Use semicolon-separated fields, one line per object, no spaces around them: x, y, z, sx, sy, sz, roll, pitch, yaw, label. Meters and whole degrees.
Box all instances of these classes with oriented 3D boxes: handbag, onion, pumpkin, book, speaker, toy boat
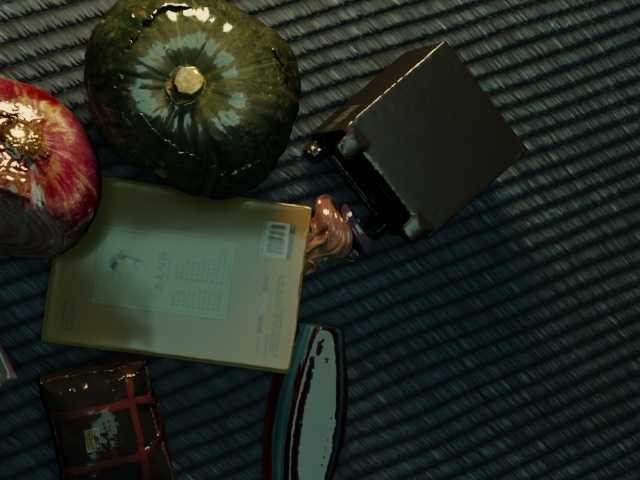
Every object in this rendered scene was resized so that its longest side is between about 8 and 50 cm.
-0.317;0.283;1.607;0.169;0.155;0.215;-13;92;-19;handbag
-0.434;-0.101;1.547;0.230;0.272;0.256;4;86;-32;onion
-0.193;-0.220;1.598;0.327;0.257;0.291;18;90;-10;pumpkin
-0.220;0.051;1.661;0.389;0.032;0.269;9;87;-3;book
0.147;-0.148;1.732;0.254;0.184;0.232;-42;103;-11;speaker
-0.023;0.330;1.739;0.136;0.079;0.392;9;84;-14;toy boat

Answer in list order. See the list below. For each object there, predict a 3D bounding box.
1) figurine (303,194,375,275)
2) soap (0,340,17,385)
0.002;-0.007;1.726;0.157;0.114;0.126;-16;54;-9;figurine
-0.524;0.126;1.563;0.065;0.122;0.203;-27;100;-36;soap
